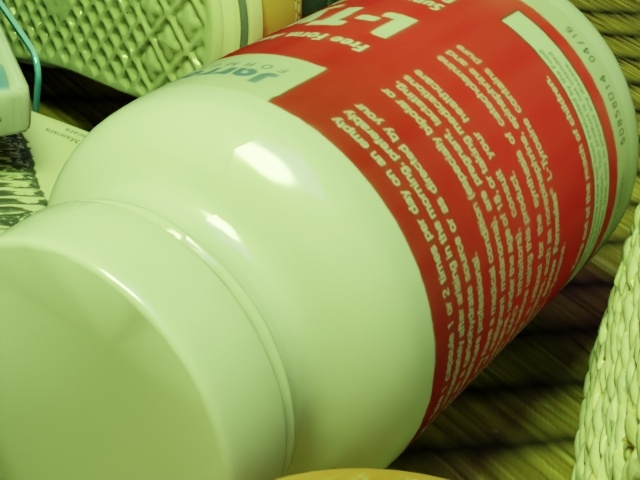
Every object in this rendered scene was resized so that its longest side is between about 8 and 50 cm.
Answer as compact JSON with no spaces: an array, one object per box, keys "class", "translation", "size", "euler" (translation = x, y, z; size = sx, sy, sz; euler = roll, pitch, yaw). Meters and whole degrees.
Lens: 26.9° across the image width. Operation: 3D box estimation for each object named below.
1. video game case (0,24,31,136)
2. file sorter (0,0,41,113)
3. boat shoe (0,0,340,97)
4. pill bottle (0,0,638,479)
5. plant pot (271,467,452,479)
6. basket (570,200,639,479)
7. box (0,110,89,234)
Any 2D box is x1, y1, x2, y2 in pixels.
[{"class":"video game case","translation":[-0.359,-0.141,0.813],"size":[0.299,0.036,0.329],"euler":[-10,39,-20]},{"class":"file sorter","translation":[-0.284,-0.096,0.894],"size":[0.170,0.105,0.118],"euler":[-10,39,-29]},{"class":"boat shoe","translation":[-0.171,-0.223,1.008],"size":[0.156,0.187,0.500],"euler":[-19,33,-38]},{"class":"pill bottle","translation":[0.000,0.000,0.738],"size":[0.229,0.229,0.407],"euler":[28,36,21]},{"class":"plant pot","translation":[0.013,0.213,0.432],"size":[0.290,0.204,0.291],"euler":[15,30,-9]},{"class":"basket","translation":[0.307,0.078,0.695],"size":[0.328,0.266,0.331],"euler":[17,35,5]},{"class":"box","translation":[-0.225,0.024,0.749],"size":[0.113,0.094,0.275],"euler":[19,34,10]}]
